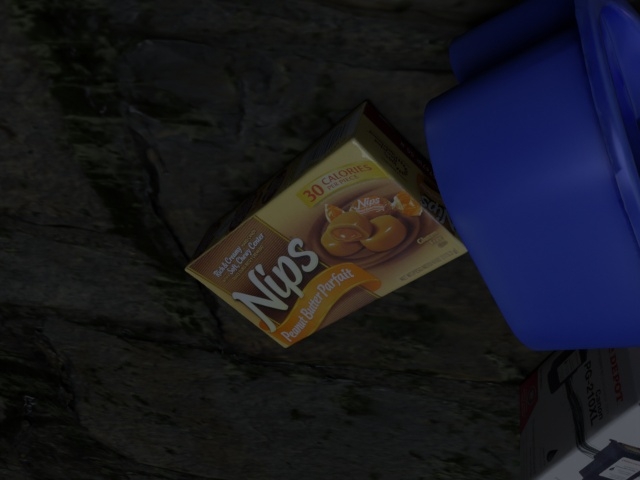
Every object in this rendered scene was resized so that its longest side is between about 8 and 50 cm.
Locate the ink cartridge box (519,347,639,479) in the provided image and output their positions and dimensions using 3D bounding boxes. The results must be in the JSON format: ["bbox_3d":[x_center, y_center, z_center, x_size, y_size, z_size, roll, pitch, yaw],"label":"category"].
[{"bbox_3d":[0.349,0.205,0.729,0.100,0.172,0.237,22,133,-1],"label":"ink cartridge box"}]

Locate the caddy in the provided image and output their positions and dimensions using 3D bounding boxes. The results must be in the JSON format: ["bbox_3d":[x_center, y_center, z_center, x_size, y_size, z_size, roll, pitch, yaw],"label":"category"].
[{"bbox_3d":[0.234,-0.058,0.495,0.179,0.241,0.341,-13,125,35],"label":"caddy"}]

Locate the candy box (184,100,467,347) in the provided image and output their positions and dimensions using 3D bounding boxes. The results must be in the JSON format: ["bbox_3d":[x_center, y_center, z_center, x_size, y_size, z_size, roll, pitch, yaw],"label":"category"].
[{"bbox_3d":[0.000,0.000,0.721,0.183,0.088,0.316,42,130,-19],"label":"candy box"}]
